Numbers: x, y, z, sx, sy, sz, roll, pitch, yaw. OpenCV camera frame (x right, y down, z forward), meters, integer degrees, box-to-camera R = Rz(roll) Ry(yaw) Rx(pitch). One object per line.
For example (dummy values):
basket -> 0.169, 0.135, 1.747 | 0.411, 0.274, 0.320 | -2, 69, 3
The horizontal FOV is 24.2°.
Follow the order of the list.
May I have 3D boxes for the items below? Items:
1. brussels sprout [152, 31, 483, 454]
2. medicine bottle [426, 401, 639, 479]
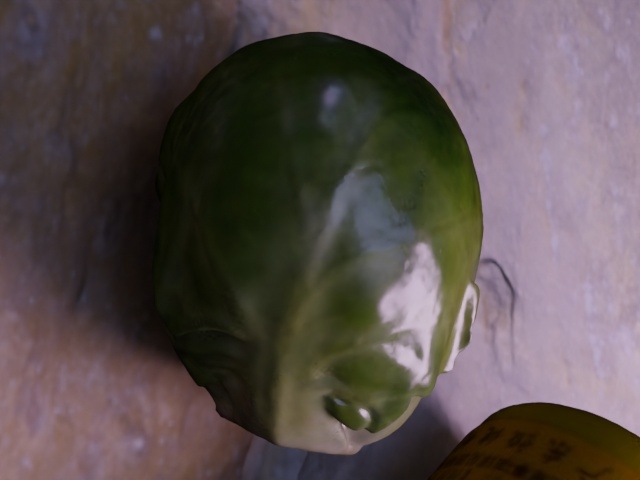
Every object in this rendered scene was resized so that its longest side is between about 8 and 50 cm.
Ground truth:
brussels sprout -> 0.000, 0.000, 0.880 | 0.244, 0.244, 0.244 | 0, 90, -37
medicine bottle -> 0.083, 0.300, 0.936 | 0.384, 0.224, 0.224 | -45, 115, -28
